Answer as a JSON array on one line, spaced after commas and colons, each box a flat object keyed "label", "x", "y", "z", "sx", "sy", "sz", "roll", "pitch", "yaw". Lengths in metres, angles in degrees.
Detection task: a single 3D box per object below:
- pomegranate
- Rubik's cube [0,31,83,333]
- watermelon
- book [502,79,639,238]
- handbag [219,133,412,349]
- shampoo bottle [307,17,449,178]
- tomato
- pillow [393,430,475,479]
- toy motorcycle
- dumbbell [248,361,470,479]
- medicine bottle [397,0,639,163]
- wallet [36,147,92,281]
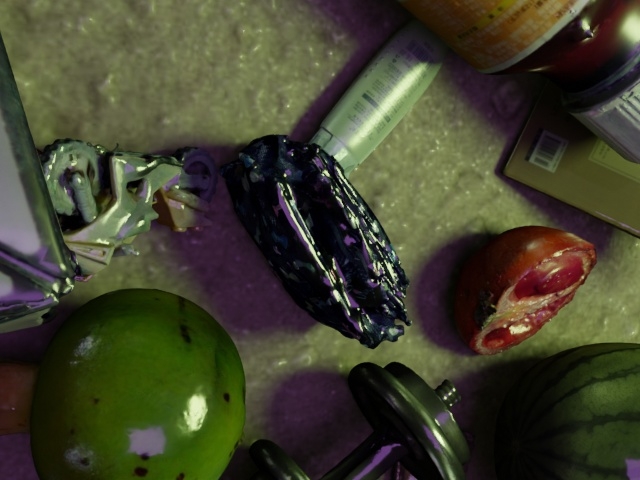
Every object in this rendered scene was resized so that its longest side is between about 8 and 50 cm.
[{"label": "pomegranate", "x": -0.220, "y": 0.156, "z": 0.831, "sx": 0.302, "sy": 0.236, "sz": 0.236, "roll": 10, "pitch": 95, "yaw": -3}, {"label": "Rubik's cube", "x": -0.384, "y": -0.042, "z": 0.655, "sx": 0.305, "sy": 0.307, "sz": 0.310, "roll": -18, "pitch": 91, "yaw": -21}, {"label": "watermelon", "x": 0.387, "y": 0.262, "z": 1.049, "sx": 0.359, "sy": 0.279, "sz": 0.279, "roll": 2, "pitch": 97, "yaw": -21}, {"label": "book", "x": 0.413, "y": -0.111, "z": 1.058, "sx": 0.310, "sy": 0.021, "sz": 0.217, "roll": 27, "pitch": 87, "yaw": 7}, {"label": "handbag", "x": 0.000, "y": 0.000, "z": 0.917, "sx": 0.113, "sy": 0.162, "sz": 0.260, "roll": -34, "pitch": 106, "yaw": -12}, {"label": "shampoo bottle", "x": 0.066, "y": -0.163, "z": 0.978, "sx": 0.212, "sy": 0.049, "sz": 0.072, "roll": -49, "pitch": 113, "yaw": -9}, {"label": "tomato", "x": 0.242, "y": 0.046, "z": 1.060, "sx": 0.173, "sy": 0.099, "sz": 0.189, "roll": -12, "pitch": 143, "yaw": -34}, {"label": "pillow", "x": 0.137, "y": 0.332, "z": 1.086, "sx": 0.118, "sy": 0.043, "sz": 0.185, "roll": 7, "pitch": 95, "yaw": -20}, {"label": "toy motorcycle", "x": -0.190, "y": -0.033, "z": 0.851, "sx": 0.229, "sy": 0.094, "sz": 0.130, "roll": -4, "pitch": 100, "yaw": -55}, {"label": "dumbbell", "x": 0.042, "y": 0.256, "z": 0.957, "sx": 0.290, "sy": 0.192, "sz": 0.192, "roll": -37, "pitch": 110, "yaw": -14}, {"label": "medicine bottle", "x": 0.266, "y": -0.253, "z": 0.916, "sx": 0.395, "sy": 0.242, "sz": 0.242, "roll": 39, "pitch": 83, "yaw": -13}, {"label": "wallet", "x": -0.287, "y": -0.039, "z": 0.870, "sx": 0.176, "sy": 0.026, "sz": 0.095, "roll": 37, "pitch": 78, "yaw": -23}]
